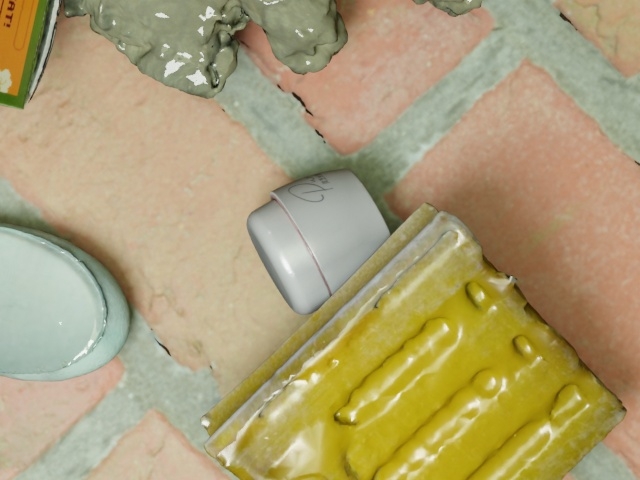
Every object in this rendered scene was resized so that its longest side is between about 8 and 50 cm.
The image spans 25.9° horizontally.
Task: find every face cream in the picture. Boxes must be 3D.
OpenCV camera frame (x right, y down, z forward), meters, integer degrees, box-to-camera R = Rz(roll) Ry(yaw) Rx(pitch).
[{"bbox_3d":[0.000,0.000,1.215,0.104,0.117,0.117,-30,90,-7],"label":"face cream"}]

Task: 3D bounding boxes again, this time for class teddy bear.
[{"bbox_3d":[-0.069,-0.299,1.198,0.368,0.224,0.357,-26,91,16],"label":"teddy bear"}]

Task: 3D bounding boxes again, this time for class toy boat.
[{"bbox_3d":[-0.267,0.057,1.249,0.208,0.079,0.134,12,83,11],"label":"toy boat"}]

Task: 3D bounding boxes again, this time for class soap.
[{"bbox_3d":[0.075,0.147,1.175,0.281,0.143,0.259,-42,113,1],"label":"soap"}]

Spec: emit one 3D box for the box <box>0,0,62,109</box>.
[{"bbox_3d":[-0.332,-0.216,1.160,0.195,0.148,0.177,14,91,41],"label":"box"}]
